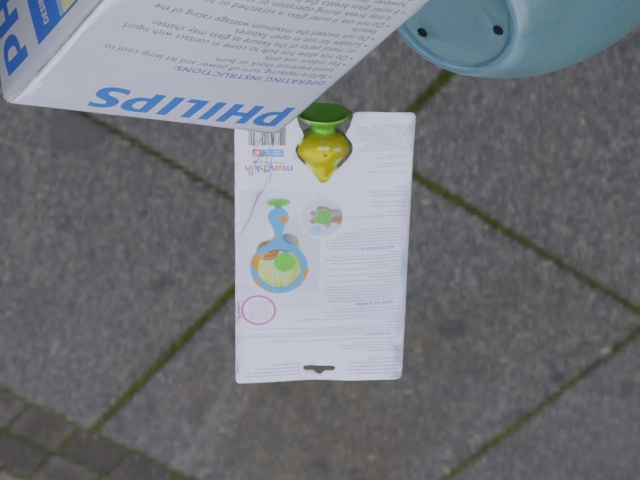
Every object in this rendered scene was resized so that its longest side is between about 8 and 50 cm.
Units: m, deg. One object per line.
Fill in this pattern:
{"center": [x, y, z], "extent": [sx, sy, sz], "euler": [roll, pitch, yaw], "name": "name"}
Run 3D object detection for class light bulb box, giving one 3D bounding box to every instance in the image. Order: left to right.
{"center": [-0.053, -0.311, 0.965], "extent": [0.225, 0.358, 0.361], "euler": [4, 153, -37], "name": "light bulb box"}

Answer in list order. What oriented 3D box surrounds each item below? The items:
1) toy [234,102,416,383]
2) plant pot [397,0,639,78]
{"center": [0.000, 0.000, 1.186], "extent": [0.136, 0.056, 0.237], "euler": [-1, 121, -4], "name": "toy"}
{"center": [0.160, -0.258, 1.341], "extent": [0.290, 0.195, 0.290], "euler": [25, 142, 21], "name": "plant pot"}
